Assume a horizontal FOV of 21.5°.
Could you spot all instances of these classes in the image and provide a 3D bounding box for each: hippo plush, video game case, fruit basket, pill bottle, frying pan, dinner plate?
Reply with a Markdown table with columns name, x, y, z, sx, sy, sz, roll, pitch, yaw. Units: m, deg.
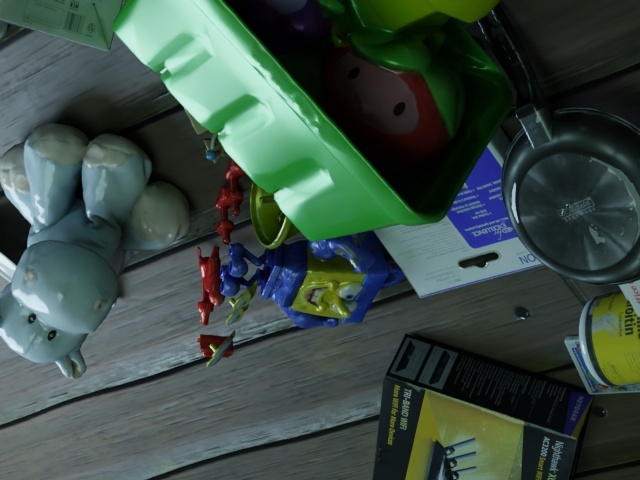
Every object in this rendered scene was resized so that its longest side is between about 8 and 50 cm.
| name | x | y | z | sx | sy | sz | roll | pitch | yaw |
| --- | --- | --- | --- | --- | --- | --- | --- | --- | --- |
| hippo plush | -0.325 | 0.018 | 2.014 | 0.234 | 0.236 | 0.294 | 38 | 137 | -9 |
| video game case | 0.351 | 0.140 | 1.932 | 0.122 | 0.011 | 0.087 | -7 | 127 | 33 |
| fruit basket | 0.049 | -0.224 | 1.546 | 0.392 | 0.283 | 0.392 | 16 | 132 | 18 |
| pill bottle | 0.380 | 0.097 | 1.807 | 0.184 | 0.103 | 0.103 | -13 | 123 | 36 |
| frying pan | 0.254 | -0.096 | 1.666 | 0.197 | 0.053 | 0.326 | 2 | 117 | 32 |
| dinner plate | -0.416 | 0.031 | 2.187 | 0.141 | 0.017 | 0.141 | 37 | 169 | 8 |

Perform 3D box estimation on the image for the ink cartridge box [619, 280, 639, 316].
| name | x | y | z | sx | sy | sz | roll | pitch | yaw |
| --- | --- | --- | --- | --- | --- | --- | --- | --- | --- |
| ink cartridge box | 0.369 | 0.012 | 1.741 | 0.143 | 0.090 | 0.092 | -10 | 123 | 37 |

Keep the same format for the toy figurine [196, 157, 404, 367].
| name | x | y | z | sx | sy | sz | roll | pitch | yaw |
| --- | --- | --- | --- | --- | --- | --- | --- | --- | --- |
| toy figurine | 0.000 | 0.000 | 1.935 | 0.217 | 0.191 | 0.362 | 6 | 141 | -17 |

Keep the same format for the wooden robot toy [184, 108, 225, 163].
| name | x | y | z | sx | sy | sz | roll | pitch | yaw |
| --- | --- | --- | --- | --- | --- | --- | --- | --- | --- |
| wooden robot toy | -0.118 | -0.167 | 1.873 | 0.079 | 0.076 | 0.173 | -24 | 122 | 1 |

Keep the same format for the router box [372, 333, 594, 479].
| name | x | y | z | sx | sy | sz | roll | pitch | yaw |
| --- | --- | --- | --- | --- | --- | --- | --- | --- | --- |
| router box | 0.193 | 0.278 | 2.096 | 0.243 | 0.081 | 0.308 | 17 | 136 | 14 |

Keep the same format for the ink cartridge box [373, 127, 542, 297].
| name | x | y | z | sx | sy | sz | roll | pitch | yaw |
| --- | --- | --- | --- | --- | --- | --- | --- | --- | --- |
| ink cartridge box | 0.140 | -0.044 | 1.846 | 0.206 | 0.045 | 0.208 | -17 | 119 | 38 |

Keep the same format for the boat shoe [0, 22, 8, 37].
| name | x | y | z | sx | sy | sz | roll | pitch | yaw |
| --- | --- | --- | --- | --- | --- | --- | --- | --- | --- |
| boat shoe | -0.516 | -0.259 | 1.962 | 0.303 | 0.091 | 0.114 | 6 | 132 | 24 |

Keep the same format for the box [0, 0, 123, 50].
| name | x | y | z | sx | sy | sz | roll | pitch | yaw |
| --- | --- | --- | --- | --- | --- | --- | --- | --- | --- |
| box | -0.362 | -0.280 | 1.747 | 0.290 | 0.169 | 0.087 | 18 | 94 | 37 |
